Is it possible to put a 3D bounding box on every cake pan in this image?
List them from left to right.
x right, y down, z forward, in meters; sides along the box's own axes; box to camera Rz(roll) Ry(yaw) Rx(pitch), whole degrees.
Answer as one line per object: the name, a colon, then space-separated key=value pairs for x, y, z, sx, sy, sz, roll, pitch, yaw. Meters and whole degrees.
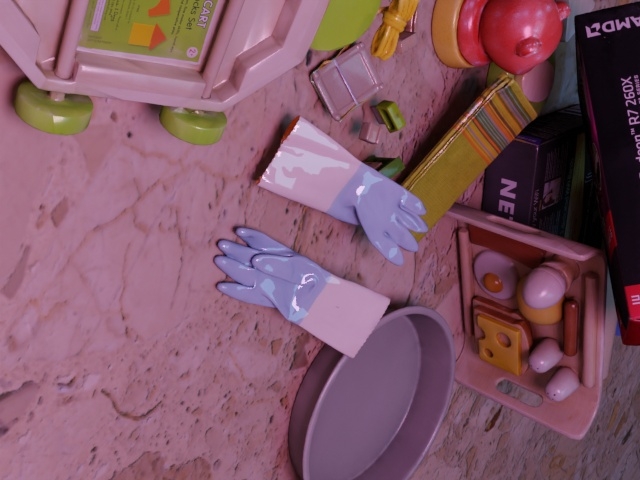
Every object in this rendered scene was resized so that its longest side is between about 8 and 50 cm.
cake pan: x=0.067 y=0.214 z=1.079 sx=0.293 sy=0.054 sz=0.293 roll=-23 pitch=123 yaw=-41

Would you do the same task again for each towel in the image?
towel: x=0.166 y=-0.088 z=1.018 sx=0.237 sy=0.021 sz=0.102 roll=-48 pitch=140 yaw=8

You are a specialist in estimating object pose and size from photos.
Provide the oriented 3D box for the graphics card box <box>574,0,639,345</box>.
graphics card box: x=0.381 y=-0.068 z=1.012 sx=0.233 sy=0.094 sz=0.371 roll=35 pitch=49 yaw=-68

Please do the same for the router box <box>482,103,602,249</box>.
router box: x=0.336 y=-0.028 z=1.246 sx=0.243 sy=0.081 sz=0.309 roll=-21 pitch=122 yaw=-42

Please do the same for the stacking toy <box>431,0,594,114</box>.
stacking toy: x=0.303 y=-0.291 z=1.055 sx=0.309 sy=0.130 sz=0.279 roll=-57 pitch=139 yaw=-12

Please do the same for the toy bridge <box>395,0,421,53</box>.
toy bridge: x=0.087 y=-0.294 z=0.895 sx=0.063 sy=0.026 sz=0.188 roll=-37 pitch=131 yaw=-33

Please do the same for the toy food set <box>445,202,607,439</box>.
toy food set: x=0.253 y=0.106 z=1.108 sx=0.092 sy=0.219 sz=0.306 roll=-34 pitch=130 yaw=-34

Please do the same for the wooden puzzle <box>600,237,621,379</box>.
wooden puzzle: x=0.494 y=0.010 z=1.346 sx=0.348 sy=0.080 sz=0.322 roll=-52 pitch=146 yaw=-57

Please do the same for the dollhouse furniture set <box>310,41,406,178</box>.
dollhouse furniture set: x=0.038 y=-0.137 z=0.914 sx=0.076 sy=0.058 sz=0.152 roll=-38 pitch=113 yaw=-21

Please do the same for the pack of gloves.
pack of gloves: x=0.000 y=0.000 z=0.906 sx=0.232 sy=0.046 sz=0.195 roll=30 pitch=95 yaw=-35

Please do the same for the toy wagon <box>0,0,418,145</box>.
toy wagon: x=-0.078 y=-0.198 z=0.631 sx=0.344 sy=0.068 sz=0.267 roll=0 pitch=130 yaw=-37
